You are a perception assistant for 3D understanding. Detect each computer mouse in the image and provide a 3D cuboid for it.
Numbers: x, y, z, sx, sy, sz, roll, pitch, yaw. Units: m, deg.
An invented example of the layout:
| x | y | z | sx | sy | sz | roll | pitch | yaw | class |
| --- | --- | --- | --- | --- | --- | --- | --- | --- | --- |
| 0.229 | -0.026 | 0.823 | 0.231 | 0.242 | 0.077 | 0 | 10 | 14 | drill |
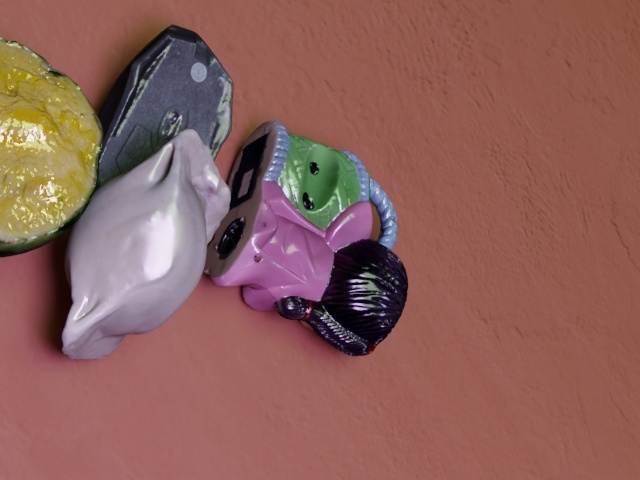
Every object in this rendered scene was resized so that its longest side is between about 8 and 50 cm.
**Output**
| x | y | z | sx | sy | sz | roll | pitch | yaw | class |
| --- | --- | --- | --- | --- | --- | --- | --- | --- | --- |
| -0.162 | -0.095 | 1.763 | 0.126 | 0.071 | 0.231 | 33 | 70 | -37 | computer mouse |

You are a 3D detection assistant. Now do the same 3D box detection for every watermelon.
| x | y | z | sx | sy | sz | roll | pitch | yaw | class |
| --- | --- | --- | --- | --- | --- | --- | --- | --- | --- |
| -0.308 | -0.071 | 1.617 | 0.232 | 0.127 | 0.204 | -4 | 67 | -33 | watermelon |

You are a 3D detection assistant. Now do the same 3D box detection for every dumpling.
| x | y | z | sx | sy | sz | roll | pitch | yaw | class |
| --- | --- | --- | --- | --- | --- | --- | --- | --- | --- |
| -0.153 | 0.013 | 1.674 | 0.229 | 0.124 | 0.151 | -56 | 153 | -3 | dumpling |

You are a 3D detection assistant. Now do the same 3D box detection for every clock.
| x | y | z | sx | sy | sz | roll | pitch | yaw | class |
| --- | --- | --- | --- | --- | --- | --- | --- | --- | --- |
| 0.000 | 0.000 | 1.819 | 0.195 | 0.100 | 0.194 | 30 | 58 | -23 | clock |
